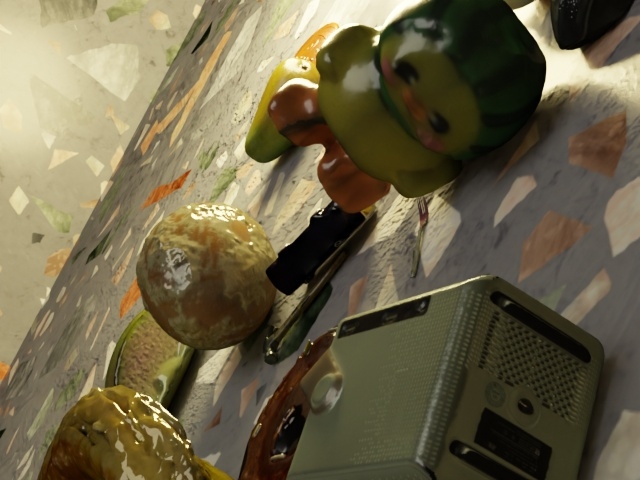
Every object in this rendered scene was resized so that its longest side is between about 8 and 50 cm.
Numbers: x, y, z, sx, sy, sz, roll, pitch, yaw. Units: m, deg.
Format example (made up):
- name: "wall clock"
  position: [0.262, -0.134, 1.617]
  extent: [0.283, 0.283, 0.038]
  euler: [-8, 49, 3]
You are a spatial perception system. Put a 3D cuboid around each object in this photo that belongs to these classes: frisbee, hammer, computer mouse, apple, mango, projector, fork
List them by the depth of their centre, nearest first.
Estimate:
- name: "projector"
  position: [0.092, 0.151, 0.963]
  extent: [0.242, 0.163, 0.177]
  euler: [-21, 41, 54]
- name: "computer mouse"
  position: [0.294, -0.290, 1.246]
  extent: [0.192, 0.062, 0.106]
  euler: [-60, 19, 2]
- name: "fork"
  position: [0.113, -0.003, 1.361]
  extent: [0.016, 0.012, 0.115]
  euler: [-44, 29, 48]
- name: "hammer"
  position: [-0.020, 0.081, 1.559]
  extent: [0.182, 0.017, 0.062]
  euler: [-52, 21, 16]
- name: "apple"
  position: [-0.276, 0.199, 1.881]
  extent: [0.265, 0.120, 0.193]
  euler: [-65, 8, -21]
- name: "mango"
  position: [-0.066, -0.214, 1.986]
  extent: [0.195, 0.091, 0.130]
  euler: [-55, 21, 27]
- name: "frisbee"
  position: [-0.031, -0.316, 2.136]
  extent: [0.192, 0.035, 0.192]
  euler: [-48, 23, 28]

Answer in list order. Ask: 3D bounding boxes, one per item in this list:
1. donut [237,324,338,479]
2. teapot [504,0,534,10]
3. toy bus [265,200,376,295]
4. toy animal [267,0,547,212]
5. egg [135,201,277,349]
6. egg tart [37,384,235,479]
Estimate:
- name: "donut"
  position: [0.002, 0.210, 1.195]
  extent: [0.216, 0.096, 0.230]
  euler: [-54, 20, 22]
- name: "teapot"
  position: [0.235, -0.332, 1.411]
  extent: [0.226, 0.092, 0.145]
  euler: [-44, 22, 41]
- name: "toy bus"
  position: [0.000, 0.000, 1.550]
  extent: [0.172, 0.057, 0.072]
  euler: [-46, -4, 35]
- name: "toy animal"
  position: [0.112, -0.170, 1.337]
  extent: [0.191, 0.216, 0.338]
  euler: [-40, 9, -35]
- name: "egg"
  position: [-0.156, 0.052, 1.669]
  extent: [0.203, 0.203, 0.245]
  euler: [-51, 27, 23]
- name: "egg tart"
  position: [-0.140, 0.345, 1.098]
  extent: [0.443, 0.178, 0.443]
  euler: [3, 94, 62]
